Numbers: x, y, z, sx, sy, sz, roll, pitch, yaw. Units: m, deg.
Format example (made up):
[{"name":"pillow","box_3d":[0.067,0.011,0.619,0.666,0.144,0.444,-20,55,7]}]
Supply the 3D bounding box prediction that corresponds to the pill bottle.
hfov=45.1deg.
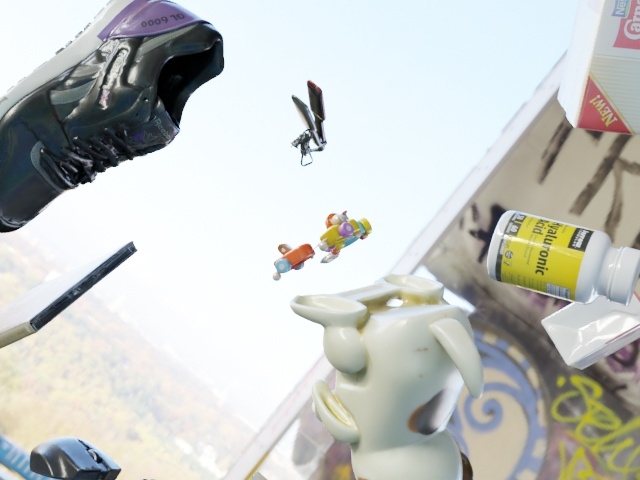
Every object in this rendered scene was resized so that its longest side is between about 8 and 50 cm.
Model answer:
[{"name":"pill bottle","box_3d":[0.207,0.017,0.655,0.116,0.065,0.065,16,-22,26]}]

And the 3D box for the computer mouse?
[{"name":"computer mouse","box_3d":[-0.212,0.231,0.780,0.242,0.041,0.071,0,-17,36]}]

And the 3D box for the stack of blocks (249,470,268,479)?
[{"name":"stack of blocks","box_3d":[-0.133,0.406,0.861,0.087,0.297,0.171,38,-18,13]}]

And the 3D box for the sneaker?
[{"name":"sneaker","box_3d":[-0.204,-0.113,0.716,0.124,0.283,0.107,31,-12,26]}]

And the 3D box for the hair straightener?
[{"name":"hair straightener","box_3d":[-0.031,-0.206,1.453,0.047,0.089,0.230,43,-15,16]}]

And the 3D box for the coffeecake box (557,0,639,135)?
[{"name":"coffeecake box","box_3d":[0.239,-0.126,0.413,0.186,0.142,0.068,7,26,5]}]

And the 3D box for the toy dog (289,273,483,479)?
[{"name":"toy dog","box_3d":[0.157,0.294,1.373,0.396,0.285,0.407,9,-73,45]}]

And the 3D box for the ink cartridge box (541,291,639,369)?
[{"name":"ink cartridge box","box_3d":[0.367,0.112,1.007,0.067,0.115,0.198,62,16,20]}]

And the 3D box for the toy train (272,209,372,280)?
[{"name":"toy train","box_3d":[0.000,0.000,1.036,0.046,0.125,0.166,60,23,8]}]

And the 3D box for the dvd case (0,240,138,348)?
[{"name":"dvd case","box_3d":[-0.313,0.076,0.817,0.221,0.164,0.018,-23,-74,33]}]
